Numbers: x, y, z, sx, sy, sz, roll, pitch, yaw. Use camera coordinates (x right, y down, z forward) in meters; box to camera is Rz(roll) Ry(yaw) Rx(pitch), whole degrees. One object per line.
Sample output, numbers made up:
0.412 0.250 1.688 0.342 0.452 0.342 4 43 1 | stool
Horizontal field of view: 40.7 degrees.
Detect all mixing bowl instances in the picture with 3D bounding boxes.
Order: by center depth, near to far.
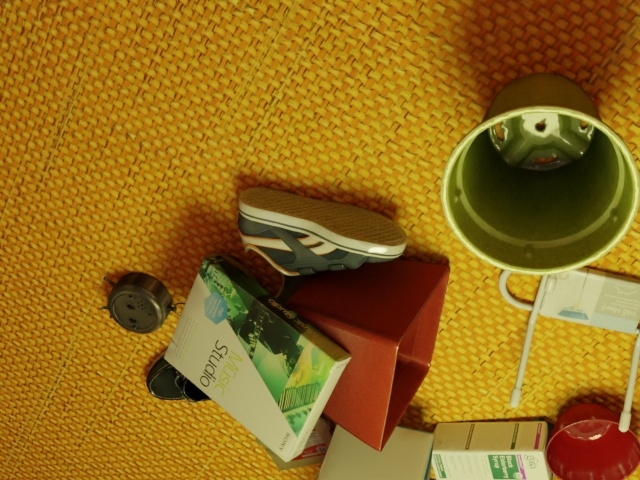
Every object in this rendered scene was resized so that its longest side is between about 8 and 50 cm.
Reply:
0.529 0.387 1.695 0.182 0.098 0.181 3 122 5 | mixing bowl

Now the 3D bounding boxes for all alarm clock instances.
-0.363 0.138 1.809 0.192 0.064 0.129 5 123 8 | alarm clock

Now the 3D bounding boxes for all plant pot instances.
0.337 -0.131 1.327 0.276 0.254 0.276 7 124 11 | plant pot
0.070 0.179 1.609 0.236 0.267 0.267 18 126 19 | plant pot

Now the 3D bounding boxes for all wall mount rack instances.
0.484 0.175 1.558 0.350 0.130 0.304 12 124 9 | wall mount rack

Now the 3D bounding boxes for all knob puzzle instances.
-0.060 0.424 1.926 0.213 0.030 0.213 7 124 11 | knob puzzle

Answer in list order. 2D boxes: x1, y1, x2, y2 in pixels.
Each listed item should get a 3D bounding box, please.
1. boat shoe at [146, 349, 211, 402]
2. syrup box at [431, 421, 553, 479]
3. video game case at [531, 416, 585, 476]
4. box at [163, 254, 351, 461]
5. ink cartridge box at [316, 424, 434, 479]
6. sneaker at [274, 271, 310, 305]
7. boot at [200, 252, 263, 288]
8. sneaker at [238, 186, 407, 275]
-0.252 0.290 1.841 0.340 0.113 0.127 -17 116 24 | boat shoe
0.352 0.438 1.771 0.237 0.096 0.093 -5 117 25 | syrup box
0.457 0.450 1.811 0.119 0.015 0.166 29 124 -4 | video game case
-0.123 0.209 1.548 0.322 0.058 0.232 34 115 22 | box
0.110 0.530 1.749 0.198 0.197 0.270 9 128 14 | ink cartridge box
-0.076 0.144 1.700 0.086 0.064 0.192 22 94 3 | sneaker
-0.175 0.156 1.690 0.085 0.178 0.236 -22 116 39 | boot
0.000 0.000 1.583 0.321 0.126 0.127 16 121 18 | sneaker
